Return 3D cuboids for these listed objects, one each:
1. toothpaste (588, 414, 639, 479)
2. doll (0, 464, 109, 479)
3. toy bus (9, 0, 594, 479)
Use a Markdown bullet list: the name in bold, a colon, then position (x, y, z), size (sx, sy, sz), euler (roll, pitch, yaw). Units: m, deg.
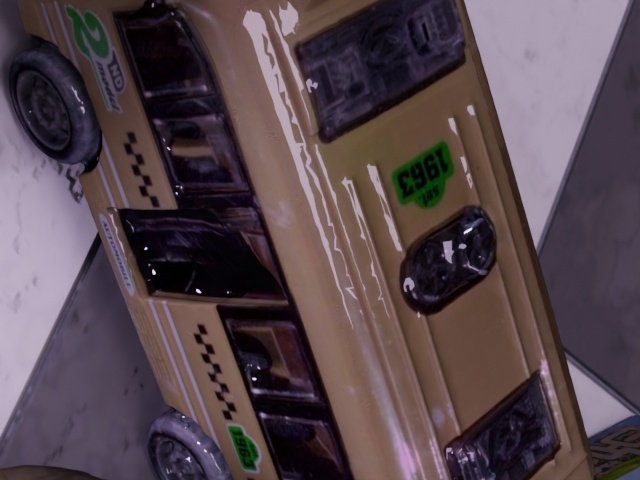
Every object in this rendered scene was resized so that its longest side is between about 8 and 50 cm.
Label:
- **toothpaste**: position (0.139, 0.144, 0.793), size (0.193, 0.070, 0.044), euler (-18, 105, -41)
- **doll**: position (-0.131, 0.234, 0.495), size (0.235, 0.174, 0.330), euler (51, 57, -67)
- **toy bus**: position (0.000, 0.000, 0.601), size (0.139, 0.157, 0.289), euler (-31, 112, -38)
